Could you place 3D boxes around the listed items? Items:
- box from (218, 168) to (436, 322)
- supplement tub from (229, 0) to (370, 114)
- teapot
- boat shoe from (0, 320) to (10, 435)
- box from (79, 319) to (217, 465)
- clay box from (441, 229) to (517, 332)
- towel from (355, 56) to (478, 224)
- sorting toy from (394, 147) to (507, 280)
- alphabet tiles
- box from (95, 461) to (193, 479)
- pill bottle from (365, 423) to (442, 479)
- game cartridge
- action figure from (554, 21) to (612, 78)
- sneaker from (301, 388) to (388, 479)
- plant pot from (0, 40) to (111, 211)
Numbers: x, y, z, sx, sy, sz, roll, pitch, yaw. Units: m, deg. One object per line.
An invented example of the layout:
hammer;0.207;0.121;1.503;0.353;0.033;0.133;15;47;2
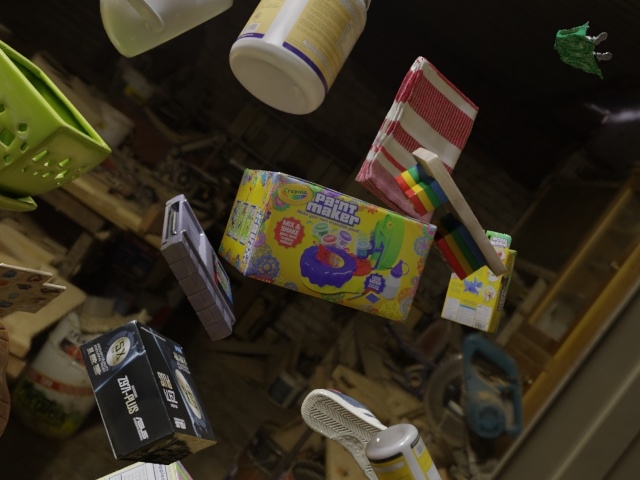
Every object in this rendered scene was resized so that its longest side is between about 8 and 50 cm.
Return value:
box;0.000;0.000;1.359;0.290;0.177;0.279;18;1;-17
supplement tub;-0.038;-0.490;1.792;0.241;0.331;0.241;26;-18;9
teapot;-0.290;-0.448;1.344;0.256;0.252;0.187;1;-56;52
boat shoe;-0.641;0.266;1.368;0.123;0.123;0.342;57;6;-40
box;-0.212;0.197;0.969;0.180;0.078;0.147;65;0;-69
clay box;0.367;0.088;1.763;0.127;0.222;0.053;16;1;39
towel;0.232;-0.217;1.745;0.237;0.329;0.037;33;-12;-36
sorting toy;0.243;-0.047;1.532;0.257;0.089;0.255;57;6;-8
alphabet tiles;-0.766;0.105;1.710;0.343;0.285;0.011;16;56;-38
box;-0.303;0.474;1.221;0.117;0.243;0.213;-115;-176;-46
pill bottle;0.162;0.431;1.377;0.103;0.103;0.184;-100;165;-83
game cartridge;-0.259;0.048;1.637;0.230;0.068;0.355;60;1;-20
action figure;0.624;-0.470;1.862;0.232;0.064;0.137;-116;-172;-71
sneaker;0.118;0.476;1.853;0.350;0.131;0.148;40;7;12
plant pot;-0.533;-0.183;1.306;0.228;0.207;0.227;49;1;7
